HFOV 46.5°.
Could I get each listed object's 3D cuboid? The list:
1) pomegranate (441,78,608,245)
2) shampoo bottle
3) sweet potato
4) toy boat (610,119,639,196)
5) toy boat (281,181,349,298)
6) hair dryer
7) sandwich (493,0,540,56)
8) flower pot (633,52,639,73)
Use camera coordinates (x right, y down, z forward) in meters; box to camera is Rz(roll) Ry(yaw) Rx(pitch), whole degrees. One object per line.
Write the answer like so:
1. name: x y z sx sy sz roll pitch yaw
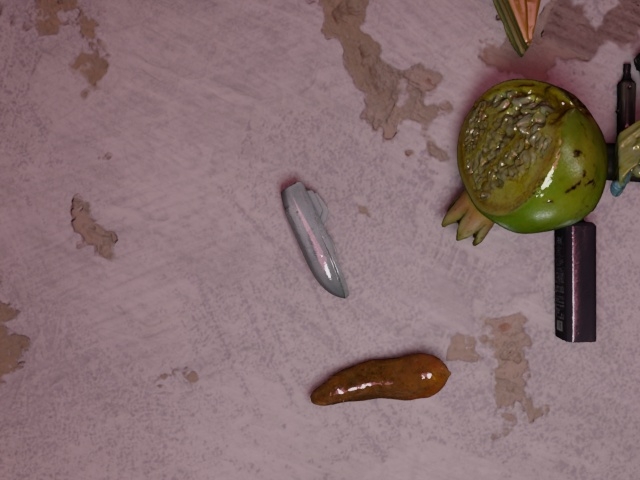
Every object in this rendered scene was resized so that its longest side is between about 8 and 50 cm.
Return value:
1. pomegranate: 0.401 -0.128 1.447 0.216 0.309 0.358 8 134 -30
2. shampoo bottle: 0.510 0.046 1.502 0.071 0.098 0.309 -1 91 3
3. sweet potato: 0.123 0.289 1.530 0.292 0.097 0.097 -12 90 11
4. toy boat: 0.644 -0.200 1.415 0.276 0.111 0.084 -37 64 -3
5. toy boat: 0.000 0.000 1.544 0.085 0.078 0.260 -23 87 -20
6. hair dryer: 0.595 -0.243 1.519 0.196 0.078 0.248 4 81 4
7. sandwich: 0.432 -0.487 1.492 0.144 0.117 0.187 -24 88 6
8. flower pot: 0.693 -0.339 1.469 0.107 0.157 0.157 -31 89 14
